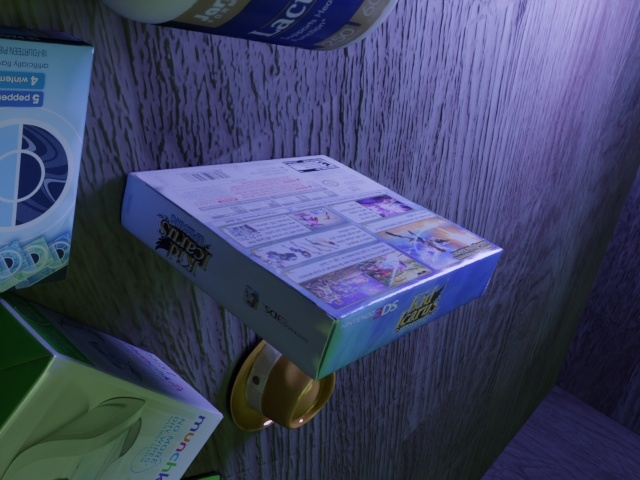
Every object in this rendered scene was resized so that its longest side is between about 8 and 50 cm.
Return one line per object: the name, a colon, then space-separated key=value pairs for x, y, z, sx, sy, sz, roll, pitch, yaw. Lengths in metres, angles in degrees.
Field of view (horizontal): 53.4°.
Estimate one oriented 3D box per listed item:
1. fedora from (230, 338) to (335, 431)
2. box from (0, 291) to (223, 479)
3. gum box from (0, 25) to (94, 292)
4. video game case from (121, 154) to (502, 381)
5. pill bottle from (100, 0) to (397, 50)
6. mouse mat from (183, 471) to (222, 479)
fedora: x=-0.034 y=0.191 z=0.866 sx=0.194 sy=0.079 sz=0.194 roll=-35 pitch=140 yaw=-35
box: x=-0.251 y=0.201 z=0.530 sx=0.262 sy=0.127 sz=0.231 roll=-55 pitch=146 yaw=-9
gum box: x=-0.238 y=-0.047 z=0.415 sx=0.157 sy=0.041 sz=0.184 roll=-14 pitch=126 yaw=-49
video game case: x=0.000 y=0.000 z=0.593 sx=0.269 sy=0.244 sz=0.061 roll=-14 pitch=127 yaw=-49
pill bottle: x=-0.067 y=-0.212 z=0.410 sx=0.265 sy=0.153 sz=0.153 roll=-12 pitch=125 yaw=-49
mouse mat: x=-0.218 y=0.399 z=0.852 sx=0.152 sy=0.007 sz=0.189 roll=17 pitch=101 yaw=-57
